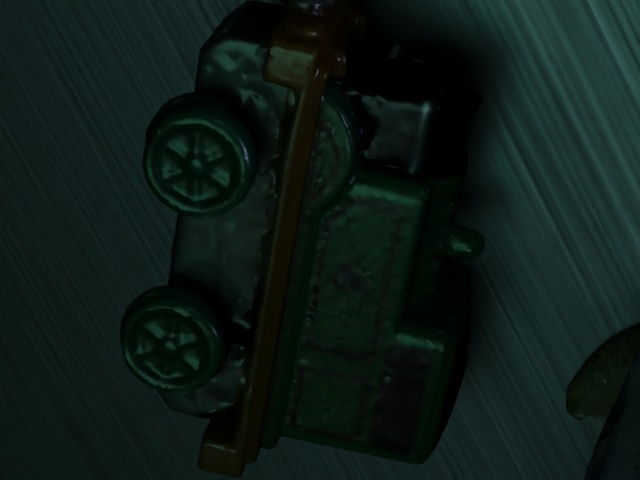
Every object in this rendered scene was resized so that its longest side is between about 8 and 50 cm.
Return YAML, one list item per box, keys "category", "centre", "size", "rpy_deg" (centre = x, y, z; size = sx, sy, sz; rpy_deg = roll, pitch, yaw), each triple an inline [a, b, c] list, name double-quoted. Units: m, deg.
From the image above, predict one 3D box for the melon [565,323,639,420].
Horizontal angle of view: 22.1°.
- category: "melon"
  centre: [0.263, 0.098, 1.204]
  size: [0.182, 0.054, 0.098]
  rpy_deg: [-1, 126, 23]

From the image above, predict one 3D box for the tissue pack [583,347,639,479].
- category: "tissue pack"
  centre: [0.210, 0.259, 1.155]
  size: [0.103, 0.228, 0.315]
  rpy_deg: [17, 128, 10]

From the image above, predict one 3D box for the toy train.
- category: "toy train"
  centre: [0.000, 0.000, 1.194]
  size: [0.249, 0.178, 0.429]
  rpy_deg: [14, 118, 6]
